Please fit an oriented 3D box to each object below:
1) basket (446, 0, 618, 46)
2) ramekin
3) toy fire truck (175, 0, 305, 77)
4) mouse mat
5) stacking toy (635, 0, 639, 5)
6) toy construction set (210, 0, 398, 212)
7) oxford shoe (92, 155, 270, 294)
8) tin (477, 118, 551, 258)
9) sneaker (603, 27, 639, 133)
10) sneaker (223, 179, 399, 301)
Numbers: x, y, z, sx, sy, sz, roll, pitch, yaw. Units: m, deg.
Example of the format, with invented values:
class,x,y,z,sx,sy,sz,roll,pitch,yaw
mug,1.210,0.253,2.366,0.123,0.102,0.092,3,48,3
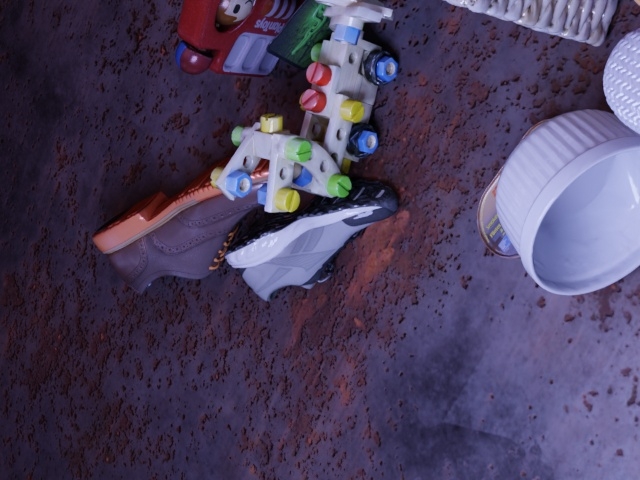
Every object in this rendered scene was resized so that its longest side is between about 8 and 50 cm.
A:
class,x,y,z,sx,sy,sz,roll,pitch,yaw
basket,0.204,-0.426,1.785,0.266,0.328,0.331,27,104,37
ramekin,0.296,-0.051,1.750,0.207,0.207,0.109,-58,43,23
toy fire truck,-0.090,-0.331,2.075,0.169,0.302,0.254,33,107,17
mouse mat,0.014,-0.307,2.040,0.007,0.152,0.189,44,100,18
stacking toy,0.350,-0.323,1.648,0.165,0.302,0.175,50,118,34
toy construction set,-0.001,-0.188,2.017,0.151,0.215,0.327,35,104,40
oxford shoe,-0.159,-0.028,2.251,0.364,0.130,0.132,-22,104,33
tin,0.265,-0.062,1.889,0.106,0.040,0.189,49,118,29
sneaker,0.478,-0.100,1.586,0.366,0.210,0.137,38,112,27
sneaker,0.000,0.000,2.105,0.272,0.100,0.108,-25,103,32
